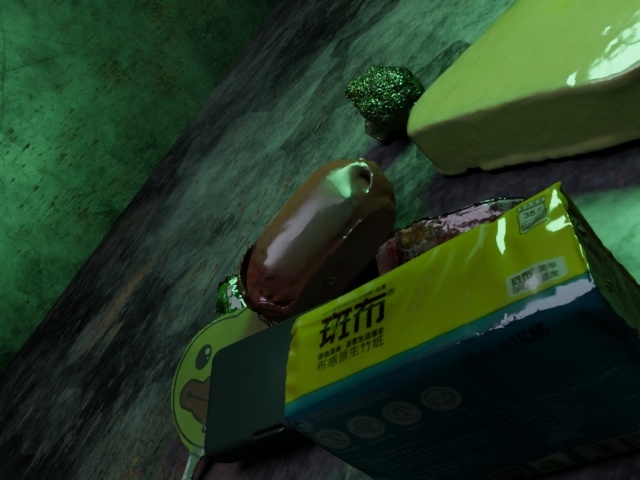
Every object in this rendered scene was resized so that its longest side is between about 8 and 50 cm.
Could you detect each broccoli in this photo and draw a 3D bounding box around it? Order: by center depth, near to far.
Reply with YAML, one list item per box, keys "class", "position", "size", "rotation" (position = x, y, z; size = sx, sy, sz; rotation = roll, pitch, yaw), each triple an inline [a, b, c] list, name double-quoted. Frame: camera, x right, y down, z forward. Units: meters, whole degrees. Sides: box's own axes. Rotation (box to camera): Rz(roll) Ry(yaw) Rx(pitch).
- class: "broccoli"
  position: [0.121, -0.252, 1.094]
  size: [0.138, 0.145, 0.162]
  rotation: [111, 154, -43]

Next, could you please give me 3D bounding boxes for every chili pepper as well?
- class: "chili pepper"
  position: [-0.125, 0.154, 0.956]
  size: [0.098, 0.061, 0.224]
  rotation: [-36, 46, 16]

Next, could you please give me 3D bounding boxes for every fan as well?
- class: "fan"
  position: [-0.150, 0.239, 0.866]
  size: [0.229, 0.011, 0.335]
  rotation: [0, 63, 40]

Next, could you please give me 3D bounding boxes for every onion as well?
- class: "onion"
  position: [0.161, 0.029, 0.655]
  size: [0.206, 0.151, 0.098]
  rotation: [-30, 62, 55]

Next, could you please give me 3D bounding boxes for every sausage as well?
- class: "sausage"
  position: [0.000, 0.000, 0.878]
  size: [0.280, 0.152, 0.152]
  rotation: [-50, 25, -11]

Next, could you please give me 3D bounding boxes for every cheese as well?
- class: "cheese"
  position: [0.308, -0.217, 0.761]
  size: [0.384, 0.104, 0.384]
  rotation: [-36, 27, 22]

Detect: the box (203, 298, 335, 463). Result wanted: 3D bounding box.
- class: "box"
  position: [-0.050, 0.178, 0.770]
  size: [0.230, 0.050, 0.160]
  rotation: [-27, 45, 28]

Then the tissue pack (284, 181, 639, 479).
- class: "tissue pack"
  position: [0.126, 0.098, 0.495]
  size: [0.270, 0.192, 0.134]
  rotation: [-30, 31, 31]
